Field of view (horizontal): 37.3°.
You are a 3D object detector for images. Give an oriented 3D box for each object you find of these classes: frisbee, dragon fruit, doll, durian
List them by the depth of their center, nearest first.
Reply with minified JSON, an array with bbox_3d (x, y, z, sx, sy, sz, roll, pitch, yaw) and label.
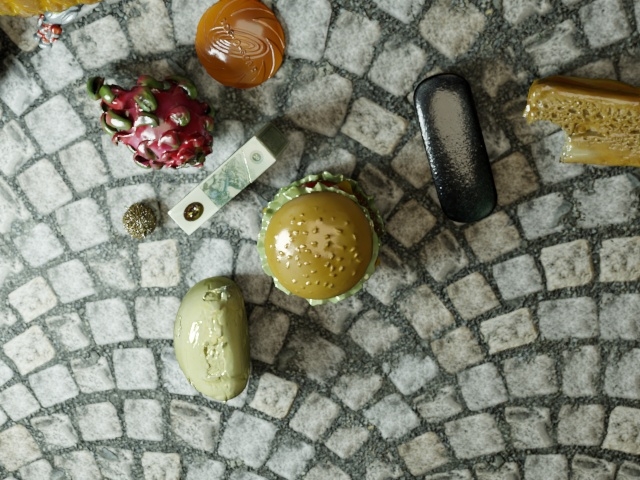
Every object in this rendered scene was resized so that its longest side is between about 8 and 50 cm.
[{"bbox_3d":[-0.169,-0.409,1.970,0.192,0.035,0.192,2,111,6],"label":"frisbee"},{"bbox_3d":[-0.544,-0.478,1.975,0.180,0.079,0.094,-50,66,25],"label":"doll"},{"bbox_3d":[-0.355,-0.244,1.977,0.273,0.218,0.198,0,73,12],"label":"dragon fruit"},{"bbox_3d":[-0.407,-0.046,2.115,0.091,0.080,0.080,38,111,10],"label":"durian"}]

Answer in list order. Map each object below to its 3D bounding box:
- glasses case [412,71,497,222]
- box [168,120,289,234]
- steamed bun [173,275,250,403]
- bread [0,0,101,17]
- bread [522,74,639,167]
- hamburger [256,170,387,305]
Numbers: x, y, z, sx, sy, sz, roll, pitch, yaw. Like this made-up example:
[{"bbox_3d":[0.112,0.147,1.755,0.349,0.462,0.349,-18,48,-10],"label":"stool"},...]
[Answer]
[{"bbox_3d":[0.281,-0.190,1.968,0.122,0.082,0.320,-14,106,11],"label":"glasses case"},{"bbox_3d":[-0.190,-0.133,2.004,0.256,0.164,0.069,-39,99,18],"label":"box"},{"bbox_3d":[-0.249,0.216,2.105,0.166,0.232,0.272,-6,108,3],"label":"steamed bun"},{"bbox_3d":[-0.562,-0.578,1.807,0.279,0.279,0.206,-9,78,16],"label":"bread"},{"bbox_3d":[0.599,-0.228,1.905,0.381,0.109,0.185,7,119,6],"label":"bread"},{"bbox_3d":[0.000,0.000,2.002,0.275,0.212,0.274,2,110,6],"label":"hamburger"}]
